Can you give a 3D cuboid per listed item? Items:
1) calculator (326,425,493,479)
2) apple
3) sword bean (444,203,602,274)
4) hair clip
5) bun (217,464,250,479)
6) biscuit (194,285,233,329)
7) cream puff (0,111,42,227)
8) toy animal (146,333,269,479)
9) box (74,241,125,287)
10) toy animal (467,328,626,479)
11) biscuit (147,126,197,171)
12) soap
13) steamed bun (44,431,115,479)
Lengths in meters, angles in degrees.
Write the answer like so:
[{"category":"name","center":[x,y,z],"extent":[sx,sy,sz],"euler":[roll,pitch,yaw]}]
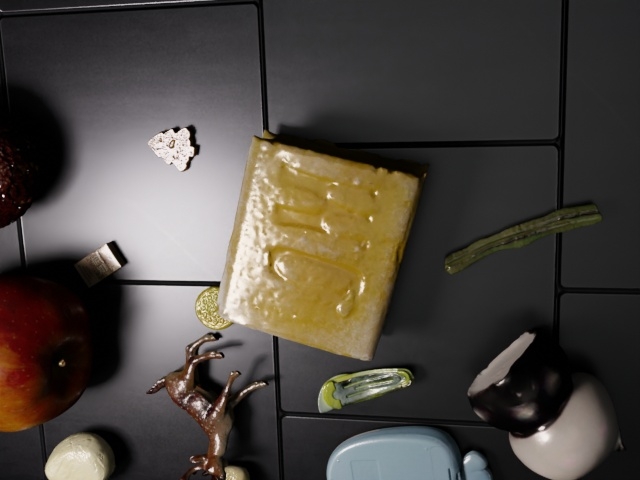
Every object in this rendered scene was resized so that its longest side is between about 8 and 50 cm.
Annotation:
[{"category":"calculator","center":[0.159,0.431,1.411],"extent":[0.302,0.042,0.189],"euler":[-7,99,16]},{"category":"apple","center":[-0.564,0.197,1.395],"extent":[0.316,0.288,0.288],"euler":[3,102,21]},{"category":"sword bean","center":[0.332,-0.004,1.293],"extent":[0.269,0.038,0.043],"euler":[-22,71,15]},{"category":"hair clip","center":[0.079,0.263,1.398],"extent":[0.188,0.033,0.060],"euler":[-17,95,17]},{"category":"bun","center":[-0.163,0.470,1.477],"extent":[0.086,0.054,0.086],"euler":[-6,78,31]},{"category":"biscuit","center":[-0.191,0.124,1.430],"extent":[0.083,0.023,0.084],"euler":[3,102,13]},{"category":"cream puff","center":[-0.616,-0.129,1.391],"extent":[0.238,0.165,0.239],"euler":[3,101,15]},{"category":"toy animal","center":[-0.212,0.332,1.443],"extent":[0.243,0.087,0.260],"euler":[44,106,26]},{"category":"box","center":[-0.416,0.046,1.459],"extent":[0.083,0.024,0.053],"euler":[-33,93,17]},{"category":"toy animal","center":[0.375,0.281,1.276],"extent":[0.235,0.165,0.187],"euler":[43,108,-2]},{"category":"biscuit","center":[-0.266,-0.167,1.390],"extent":[0.092,0.016,0.082],"euler":[10,108,10]},{"category":"soap","center":[0.000,0.000,1.303],"extent":[0.293,0.156,0.335],"euler":[16,105,3]},{"category":"steamed bun","center":[-0.464,0.431,1.512],"extent":[0.129,0.091,0.113],"euler":[-33,98,13]}]
